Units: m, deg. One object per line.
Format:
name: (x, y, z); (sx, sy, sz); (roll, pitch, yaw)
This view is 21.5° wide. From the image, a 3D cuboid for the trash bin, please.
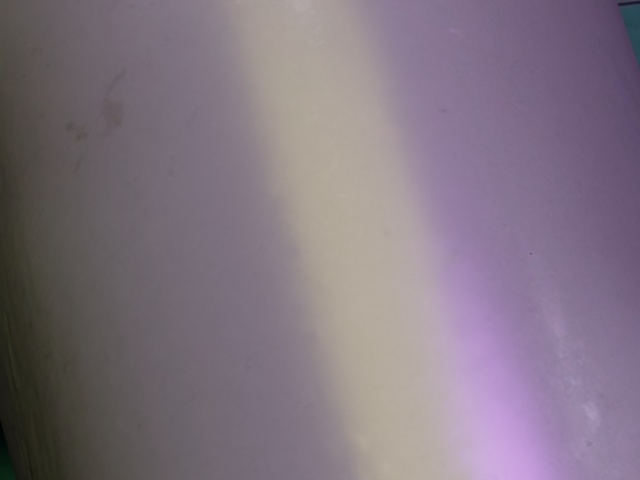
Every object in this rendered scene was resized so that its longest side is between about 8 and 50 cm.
trash bin: (0.000, 0.000, 0.620); (0.280, 0.280, 0.432); (-11, 67, -12)
